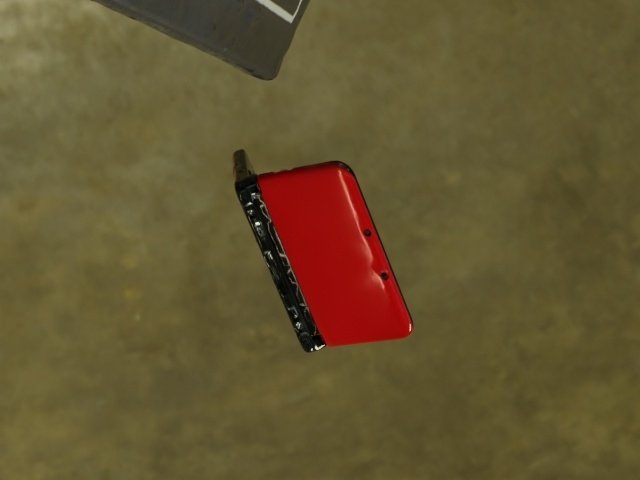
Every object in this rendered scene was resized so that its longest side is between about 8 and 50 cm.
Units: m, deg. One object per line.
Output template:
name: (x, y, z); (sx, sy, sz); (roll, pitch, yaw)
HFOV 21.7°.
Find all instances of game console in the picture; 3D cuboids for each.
game console: (0.000, 0.000, 1.210); (0.085, 0.124, 0.144); (-21, 111, 3)

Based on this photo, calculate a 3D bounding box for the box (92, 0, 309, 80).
box: (-0.058, -0.231, 0.523); (0.182, 0.296, 0.294); (27, 94, 9)
